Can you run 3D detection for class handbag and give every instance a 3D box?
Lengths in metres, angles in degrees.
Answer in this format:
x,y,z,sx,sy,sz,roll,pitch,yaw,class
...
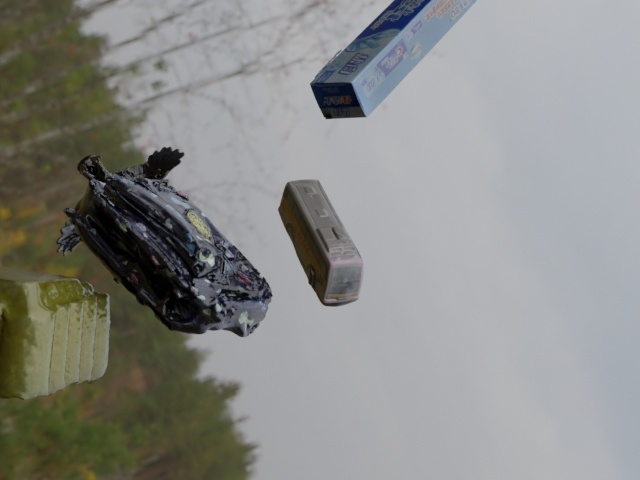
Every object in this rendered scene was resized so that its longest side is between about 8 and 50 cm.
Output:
x,y,z,sx,sy,sz,roll,pitch,yaw,class
-0.175,0.016,1.621,0.260,0.113,0.162,43,20,27,handbag

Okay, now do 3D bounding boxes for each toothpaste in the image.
x,y,z,sx,sy,sz,roll,pitch,yaw,class
0.089,-0.235,1.630,0.066,0.272,0.053,1,-54,41,toothpaste

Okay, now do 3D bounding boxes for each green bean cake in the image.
x,y,z,sx,sy,sz,roll,pitch,yaw,class
-0.371,0.091,1.556,0.233,0.236,0.124,1,97,-78,green bean cake

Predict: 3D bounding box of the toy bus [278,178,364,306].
x,y,z,sx,sy,sz,roll,pitch,yaw,class
0.000,0.000,1.680,0.172,0.057,0.072,-118,-149,-44,toy bus

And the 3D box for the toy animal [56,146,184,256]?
x,y,z,sx,sy,sz,roll,pitch,yaw,class
-0.285,-0.069,1.890,0.108,0.220,0.062,49,-13,-13,toy animal
